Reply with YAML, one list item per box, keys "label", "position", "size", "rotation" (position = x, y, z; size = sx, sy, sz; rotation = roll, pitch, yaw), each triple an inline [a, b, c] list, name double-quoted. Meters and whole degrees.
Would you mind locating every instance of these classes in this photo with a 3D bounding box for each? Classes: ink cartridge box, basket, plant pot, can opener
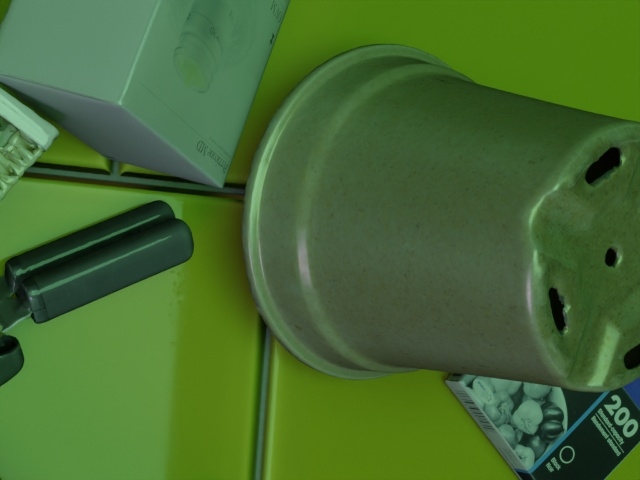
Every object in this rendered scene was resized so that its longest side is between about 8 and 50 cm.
- label: "ink cartridge box"
  position: [0.268, 0.160, 1.302]
  size: [0.208, 0.045, 0.206]
  rotation: [-43, 103, -19]
- label: "basket"
  position: [-0.303, -0.082, 1.011]
  size: [0.113, 0.167, 0.103]
  rotation: [37, 82, -17]
- label: "plant pot"
  position: [0.150, -0.006, 1.068]
  size: [0.333, 0.305, 0.334]
  rotation: [-8, 103, -37]
- label: "can opener"
  position: [-0.248, 0.058, 1.090]
  size: [0.283, 0.076, 0.095]
  rotation: [-24, 130, -22]

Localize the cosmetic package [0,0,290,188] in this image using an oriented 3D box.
- label: "cosmetic package"
  position: [-0.141, -0.191, 1.030]
  size: [0.138, 0.224, 0.225]
  rotation: [17, 82, 20]
